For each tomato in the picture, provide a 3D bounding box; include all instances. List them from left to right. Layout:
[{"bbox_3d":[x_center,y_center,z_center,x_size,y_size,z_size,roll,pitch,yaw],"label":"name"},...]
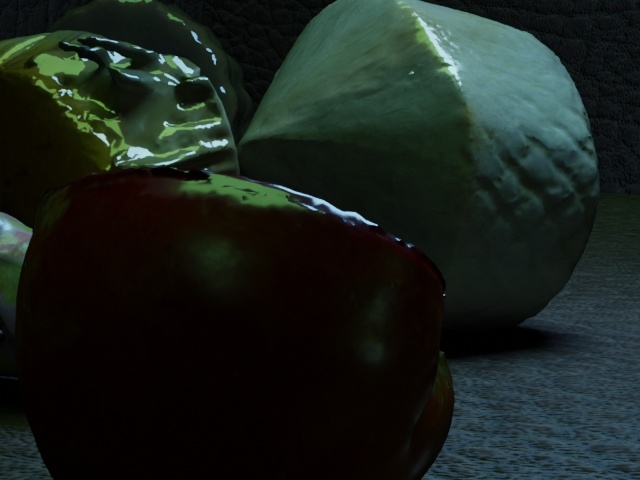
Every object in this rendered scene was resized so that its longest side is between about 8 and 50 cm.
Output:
[{"bbox_3d":[-0.046,0.072,0.773,0.200,0.139,0.233,10,-27,17],"label":"tomato"}]

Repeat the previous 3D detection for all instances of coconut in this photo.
[{"bbox_3d":[0.066,-0.063,1.433,0.329,0.329,0.329,1,5,0],"label":"coconut"}]

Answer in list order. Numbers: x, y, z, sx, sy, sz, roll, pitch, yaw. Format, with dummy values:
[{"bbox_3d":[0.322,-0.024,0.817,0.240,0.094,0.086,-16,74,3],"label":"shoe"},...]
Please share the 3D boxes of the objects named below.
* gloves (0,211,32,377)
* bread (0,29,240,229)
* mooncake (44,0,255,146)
[{"bbox_3d":[-0.229,0.039,1.145,0.241,0.126,0.145,13,5,22],"label":"gloves"},{"bbox_3d":[-0.237,-0.046,1.412,0.183,0.236,0.388,-26,18,-39],"label":"bread"},{"bbox_3d":[-0.249,-0.162,2.302,0.324,0.324,0.187,2,4,9],"label":"mooncake"}]
